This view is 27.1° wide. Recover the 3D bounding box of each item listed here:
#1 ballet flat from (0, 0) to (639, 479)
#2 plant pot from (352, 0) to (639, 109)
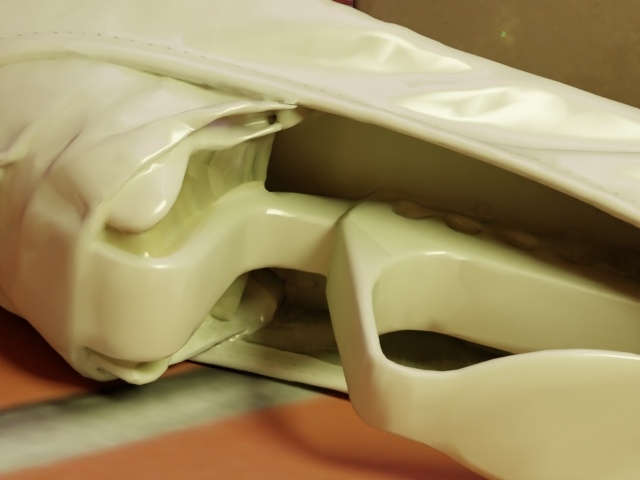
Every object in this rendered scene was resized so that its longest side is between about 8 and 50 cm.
[{"bbox_3d":[0.000,0.000,0.411,0.400,0.139,0.139,14,14,6],"label":"ballet flat"},{"bbox_3d":[0.139,-0.075,0.623,0.229,0.263,0.263,-5,11,11],"label":"plant pot"}]
